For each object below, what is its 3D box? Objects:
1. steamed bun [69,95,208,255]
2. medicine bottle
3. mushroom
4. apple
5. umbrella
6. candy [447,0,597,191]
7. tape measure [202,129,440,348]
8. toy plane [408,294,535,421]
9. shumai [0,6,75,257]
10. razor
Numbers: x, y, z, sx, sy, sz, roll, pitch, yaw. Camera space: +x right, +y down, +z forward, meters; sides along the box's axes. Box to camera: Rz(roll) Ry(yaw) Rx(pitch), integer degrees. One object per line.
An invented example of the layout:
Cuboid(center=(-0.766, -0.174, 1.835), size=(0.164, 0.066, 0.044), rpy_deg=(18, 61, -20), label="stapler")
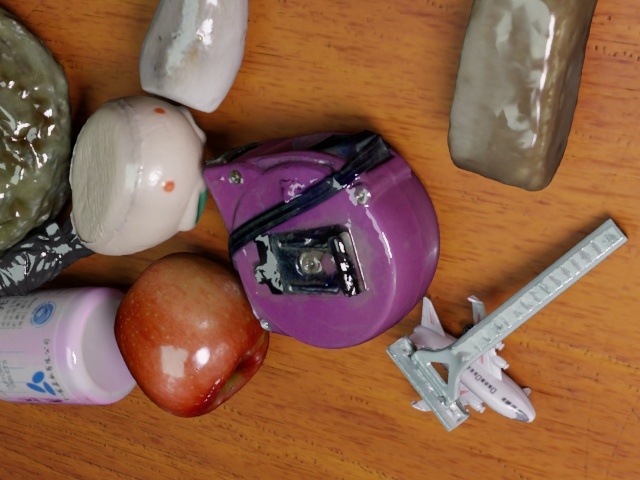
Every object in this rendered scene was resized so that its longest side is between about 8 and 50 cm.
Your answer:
Cuboid(center=(-0.200, -0.074, 1.664), size=(0.228, 0.130, 0.177), rpy_deg=(-33, 59, 58), label="steamed bun")
Cuboid(center=(-0.359, 0.134, 1.861), size=(0.254, 0.152, 0.152), rpy_deg=(-2, 109, 32), label="medicine bottle")
Cuboid(center=(-0.130, -0.270, 1.581), size=(0.118, 0.103, 0.270), rpy_deg=(20, 111, 27), label="mushroom")
Cuboid(center=(-0.152, 0.110, 1.699), size=(0.168, 0.181, 0.181), rpy_deg=(37, 125, 10), label="apple")
Cuboid(center=(-0.334, 0.019, 1.803), size=(0.235, 0.059, 0.066), rpy_deg=(-31, 83, 11), label="umbrella")
Cuboid(center=(0.196, -0.169, 1.406), size=(0.104, 0.102, 0.234), rpy_deg=(20, 121, 25), label="candy")
Cuboid(center=(0.000, 0.000, 1.574), size=(0.245, 0.149, 0.232), rpy_deg=(-9, 103, 35), label="tape measure")
Cuboid(center=(0.165, 0.139, 1.581), size=(0.171, 0.065, 0.162), rpy_deg=(33, 124, 14), label="toy plane")
Cuboid(center=(-0.509, -0.094, 1.756), size=(0.397, 0.323, 0.324), rpy_deg=(-28, 95, 37), label="shumai")
Cuboid(center=(0.198, 0.074, 1.492), size=(0.278, 0.056, 0.111), rpy_deg=(-42, 79, 21), label="razor")
